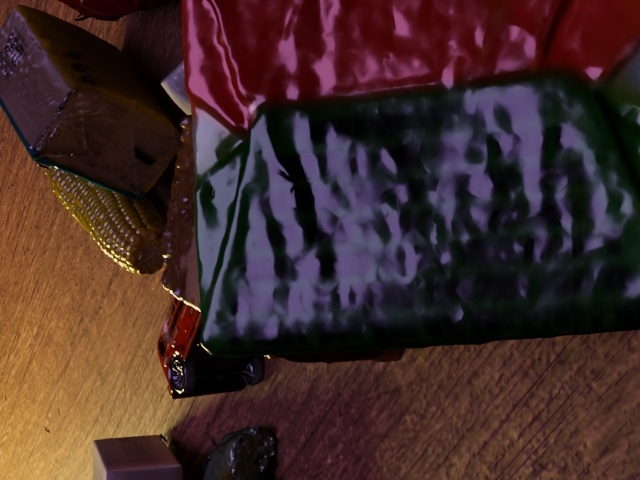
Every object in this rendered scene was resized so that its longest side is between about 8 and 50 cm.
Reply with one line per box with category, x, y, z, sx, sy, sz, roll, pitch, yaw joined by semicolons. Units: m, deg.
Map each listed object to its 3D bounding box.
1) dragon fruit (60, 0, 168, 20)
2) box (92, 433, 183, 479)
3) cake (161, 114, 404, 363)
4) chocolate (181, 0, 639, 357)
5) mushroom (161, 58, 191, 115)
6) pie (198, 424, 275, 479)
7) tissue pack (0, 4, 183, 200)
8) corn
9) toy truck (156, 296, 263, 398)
dragon fruit;-0.274;-0.385;1.630;0.293;0.234;0.233;139;123;-69
box;-0.233;0.370;1.631;0.252;0.106;0.203;-177;86;-75
cake;0.000;0.000;1.207;0.293;0.199;0.196;28;110;50
chocolate;0.089;-0.093;0.944;0.360;0.161;0.341;-5;86;21
mushroom;-0.092;-0.155;1.450;0.116;0.093;0.225;-44;67;10
pie;-0.086;0.372;1.480;0.302;0.067;0.302;3;94;61
tissue pack;-0.322;-0.190;1.709;0.134;0.192;0.271;-55;43;15
corn;-0.293;-0.052;1.771;0.305;0.106;0.106;43;127;44
toy truck;-0.108;0.070;1.460;0.114;0.107;0.252;60;140;38
